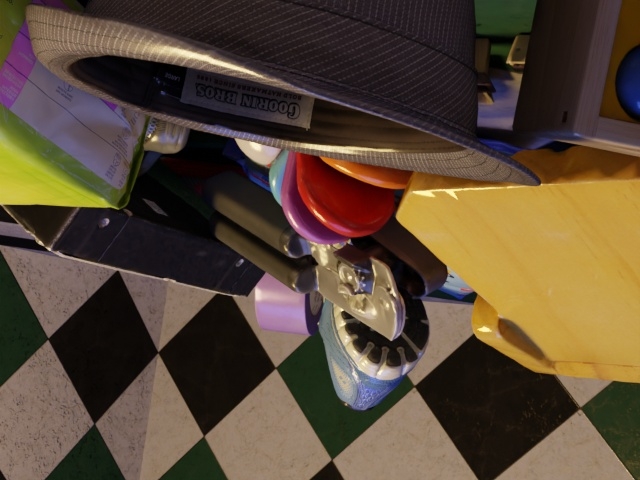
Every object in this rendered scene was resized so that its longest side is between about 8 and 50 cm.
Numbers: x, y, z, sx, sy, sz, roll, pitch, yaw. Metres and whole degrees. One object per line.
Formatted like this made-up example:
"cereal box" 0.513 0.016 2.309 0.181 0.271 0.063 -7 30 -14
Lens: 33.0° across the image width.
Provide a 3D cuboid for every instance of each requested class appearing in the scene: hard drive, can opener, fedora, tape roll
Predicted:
"hard drive" -0.215 -0.050 1.084 0.237 0.064 0.339 41 -170 25
"can opener" 0.000 0.000 0.978 0.095 0.076 0.283 -26 -146 -26
"fedora" -0.011 -0.115 0.532 0.244 0.124 0.275 15 179 -35
"tape roll" -0.039 0.051 1.683 0.080 0.189 0.189 6 173 11

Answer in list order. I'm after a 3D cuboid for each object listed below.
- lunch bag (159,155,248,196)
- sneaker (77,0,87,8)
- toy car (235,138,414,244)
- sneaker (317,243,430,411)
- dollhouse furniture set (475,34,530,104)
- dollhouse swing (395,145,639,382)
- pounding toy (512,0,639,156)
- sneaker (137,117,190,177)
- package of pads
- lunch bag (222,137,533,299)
"lunch bag" -0.144 -0.031 1.401 0.258 0.120 0.293 5 173 21
"sneaker" -0.215 -0.140 0.784 0.234 0.078 0.106 4 167 14
"toy car" 0.017 -0.064 0.875 0.159 0.136 0.182 10 173 -24
"sneaker" 0.045 0.056 1.254 0.130 0.330 0.147 16 131 -9
"dollhouse furniture set" 0.117 -0.091 0.773 0.091 0.081 0.114 5 173 20
"dollhouse swing" 0.282 -0.045 0.811 0.347 0.315 0.305 -1 135 44
"pounding toy" 0.185 -0.101 0.505 0.141 0.130 0.100 9 -175 -13
"sneaker" -0.189 -0.114 0.930 0.130 0.087 0.227 18 173 -17
"package of pads" -0.257 -0.118 0.616 0.229 0.101 0.296 3 157 31
"lunch bag" 0.045 -0.058 1.085 0.293 0.138 0.221 20 173 2
